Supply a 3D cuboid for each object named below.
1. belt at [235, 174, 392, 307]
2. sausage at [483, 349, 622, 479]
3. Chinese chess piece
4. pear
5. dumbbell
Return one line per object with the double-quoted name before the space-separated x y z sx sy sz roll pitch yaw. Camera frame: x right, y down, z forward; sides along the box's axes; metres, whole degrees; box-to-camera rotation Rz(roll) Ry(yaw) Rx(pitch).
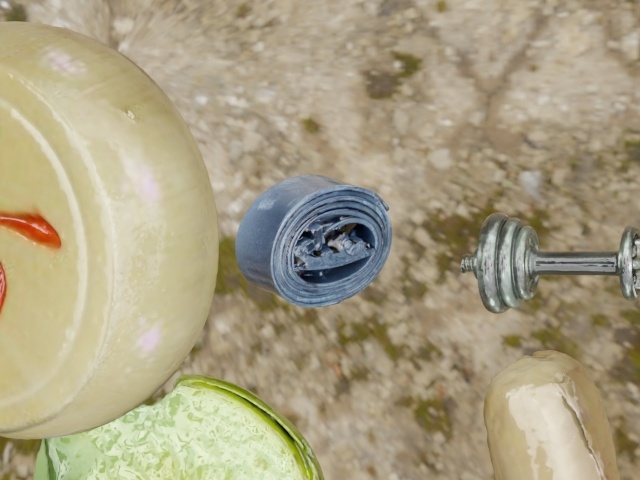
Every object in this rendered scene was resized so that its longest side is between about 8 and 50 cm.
"belt" 0.000 0.000 1.711 0.190 0.082 0.141 -8 111 -41
"sausage" 0.140 0.196 0.729 0.066 0.066 0.301 -20 100 -5
"Chinese chess piece" -0.179 -0.004 0.903 0.251 0.097 0.251 7 104 32
"pear" -0.159 0.239 1.486 0.286 0.282 0.176 -10 79 -14
"dumbbell" 0.272 0.023 1.599 0.254 0.110 0.110 -1 98 22
